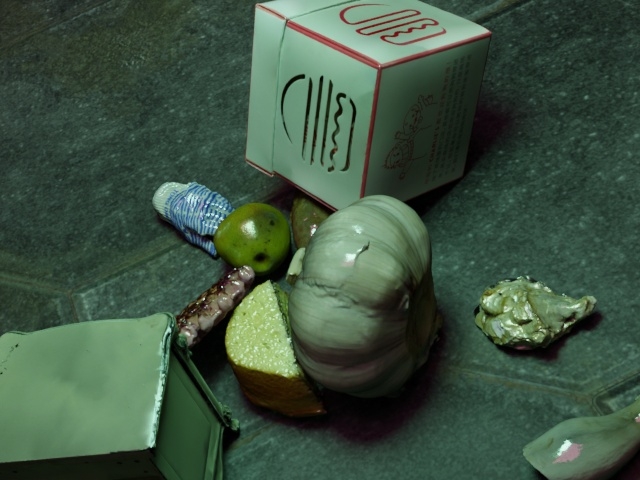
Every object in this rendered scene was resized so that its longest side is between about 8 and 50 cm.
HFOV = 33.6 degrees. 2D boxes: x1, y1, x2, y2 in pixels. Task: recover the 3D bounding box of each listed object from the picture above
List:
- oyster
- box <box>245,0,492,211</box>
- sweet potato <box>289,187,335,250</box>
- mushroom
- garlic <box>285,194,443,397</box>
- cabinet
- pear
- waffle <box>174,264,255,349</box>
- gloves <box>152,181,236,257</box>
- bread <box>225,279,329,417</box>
[{"bbox_3d":[0.343,0.105,1.702,0.191,0.081,0.163,-13,43,3],"label":"oyster"},{"bbox_3d":[0.080,-0.257,1.888,0.312,0.314,0.300,-24,43,-39],"label":"box"},{"bbox_3d":[0.000,0.000,1.893,0.109,0.109,0.385,-12,47,8],"label":"sweet potato"},{"bbox_3d":[0.403,0.283,1.513,0.225,0.093,0.116,-27,26,1],"label":"mushroom"},{"bbox_3d":[0.067,0.090,1.651,0.241,0.322,0.322,-14,47,13],"label":"garlic"},{"bbox_3d":[-0.309,0.299,1.592,0.289,0.318,0.227,-8,50,13],"label":"cabinet"},{"bbox_3d":[-0.115,-0.011,1.911,0.141,0.104,0.141,20,41,-18],"label":"pear"},{"bbox_3d":[-0.204,0.130,1.816,0.234,0.055,0.221,-49,10,-34],"label":"waffle"},{"bbox_3d":[-0.229,-0.044,2.029,0.229,0.097,0.119,22,93,25],"label":"gloves"},{"bbox_3d":[-0.085,0.189,1.741,0.134,0.129,0.260,-28,44,5],"label":"bread"}]
